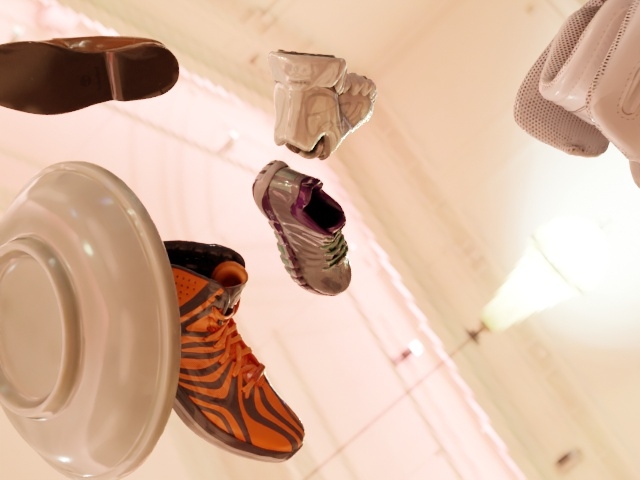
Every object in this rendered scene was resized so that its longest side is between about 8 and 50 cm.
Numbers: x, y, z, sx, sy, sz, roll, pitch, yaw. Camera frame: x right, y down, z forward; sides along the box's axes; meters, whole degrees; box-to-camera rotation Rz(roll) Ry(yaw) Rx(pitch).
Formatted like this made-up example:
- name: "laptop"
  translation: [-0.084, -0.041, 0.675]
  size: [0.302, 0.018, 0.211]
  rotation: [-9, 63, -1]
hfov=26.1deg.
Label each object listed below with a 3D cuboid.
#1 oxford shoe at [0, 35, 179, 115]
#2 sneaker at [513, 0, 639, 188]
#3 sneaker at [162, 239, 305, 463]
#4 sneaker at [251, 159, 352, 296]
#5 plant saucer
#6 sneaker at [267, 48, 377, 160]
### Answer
- name: "oxford shoe"
  translation: [-0.255, -0.174, 1.403]
  size: [0.212, 0.076, 0.076]
  rotation: [-3, -154, -16]
- name: "sneaker"
  translation: [0.210, -0.009, 0.734]
  size: [0.210, 0.365, 0.137]
  rotation: [7, -178, -11]
- name: "sneaker"
  translation: [-0.118, 0.127, 1.672]
  size: [0.321, 0.180, 0.124]
  rotation: [38, -153, -9]
- name: "sneaker"
  translation: [0.000, 0.000, 1.665]
  size: [0.098, 0.083, 0.223]
  rotation: [17, 151, 41]
- name: "plant saucer"
  translation: [-0.326, 0.103, 1.675]
  size: [0.100, 0.400, 0.400]
  rotation: [-4, -129, -43]
- name: "sneaker"
  translation: [-0.003, -0.154, 1.662]
  size: [0.110, 0.118, 0.292]
  rotation: [6, -179, 15]
